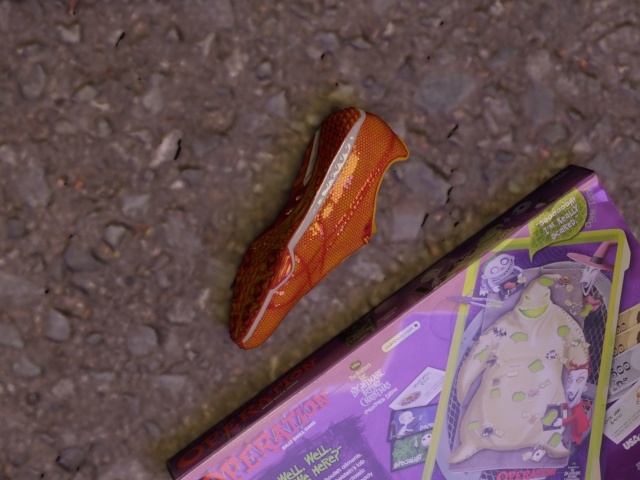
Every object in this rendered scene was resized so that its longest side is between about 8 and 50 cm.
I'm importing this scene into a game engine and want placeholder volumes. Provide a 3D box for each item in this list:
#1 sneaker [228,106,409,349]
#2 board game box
[{"bbox_3d":[0.000,0.000,1.115,0.067,0.064,0.175,31,95,-27],"label":"sneaker"},{"bbox_3d":[0.094,0.132,1.170,0.347,0.056,0.208,-35,110,-5],"label":"board game box"}]
